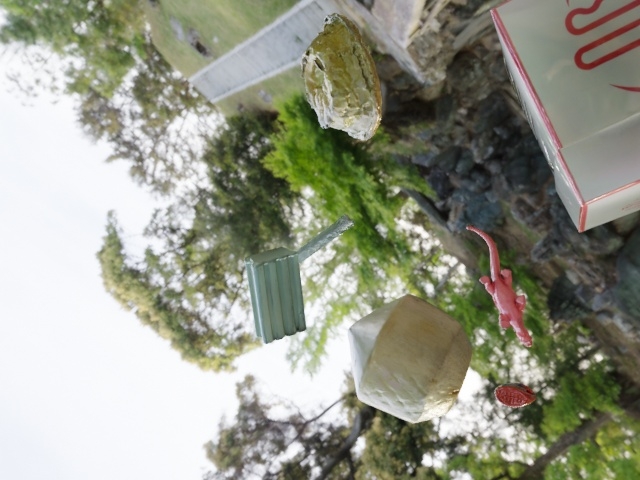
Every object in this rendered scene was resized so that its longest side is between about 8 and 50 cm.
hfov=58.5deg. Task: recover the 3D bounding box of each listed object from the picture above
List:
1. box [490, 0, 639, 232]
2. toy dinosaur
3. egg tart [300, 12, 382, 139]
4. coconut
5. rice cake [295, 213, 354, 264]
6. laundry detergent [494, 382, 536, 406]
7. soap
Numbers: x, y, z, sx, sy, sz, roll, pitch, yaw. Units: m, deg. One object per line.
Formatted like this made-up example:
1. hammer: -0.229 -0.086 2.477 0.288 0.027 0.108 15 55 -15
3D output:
1. box: 0.451 -0.216 0.798 0.314 0.312 0.300 13 -124 -65
2. toy dinosaur: 0.396 0.106 1.259 0.139 0.070 0.286 45 -156 -60
3. egg tart: 0.035 -0.375 1.356 0.315 0.120 0.315 160 90 -75
4. coconut: 0.274 0.376 1.872 0.415 0.415 0.345 52 172 21
5. rice cake: 0.001 0.000 1.495 0.033 0.207 0.033 44 -160 -29
6. laundry detergent: 0.517 0.398 1.497 0.097 0.049 0.165 6 178 30
7. soap: -0.100 0.122 1.291 0.063 0.114 0.198 26 126 56
